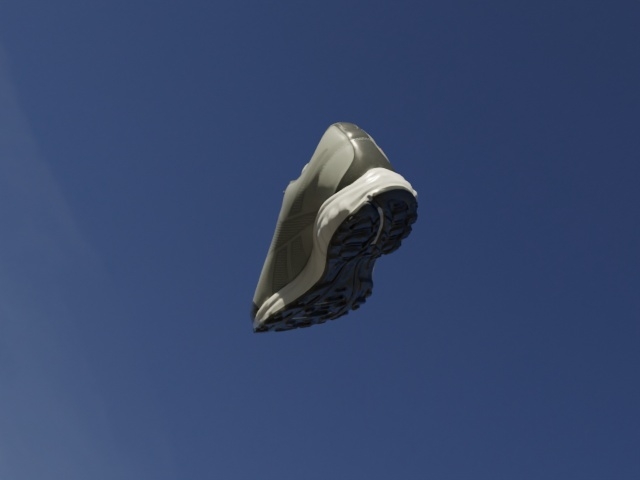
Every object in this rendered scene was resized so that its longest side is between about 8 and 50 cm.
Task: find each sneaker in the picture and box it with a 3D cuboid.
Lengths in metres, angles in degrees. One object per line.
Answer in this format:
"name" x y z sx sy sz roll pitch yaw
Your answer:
"sneaker" 0.000 0.000 0.935 0.271 0.100 0.108 -57 -131 47
